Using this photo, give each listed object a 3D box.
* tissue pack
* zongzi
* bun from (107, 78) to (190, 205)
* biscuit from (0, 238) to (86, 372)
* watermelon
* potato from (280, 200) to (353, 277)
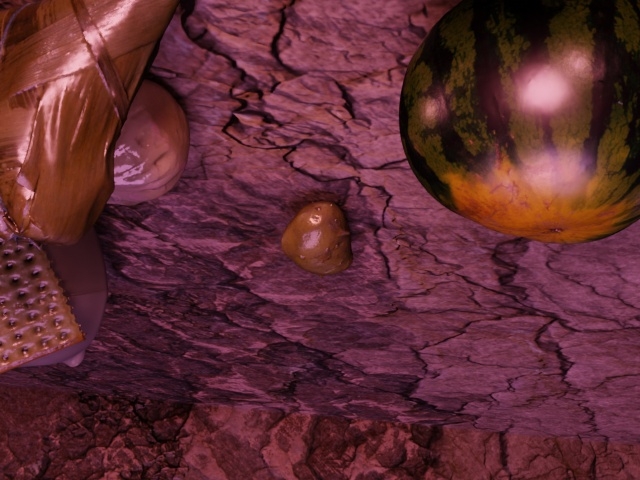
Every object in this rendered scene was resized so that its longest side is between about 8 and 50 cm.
[{"bbox_3d":[-0.504,0.088,1.281,0.333,0.236,0.229,-4,180,15],"label":"tissue pack"},{"bbox_3d":[-0.215,-0.128,0.805,0.274,0.251,0.125,-11,168,26],"label":"zongzi"},{"bbox_3d":[-0.256,-0.110,0.995,0.193,0.128,0.178,-3,157,19],"label":"bun"},{"bbox_3d":[-0.423,0.058,1.129,0.139,0.231,0.016,-21,-164,-10],"label":"biscuit"},{"bbox_3d":[0.206,-0.120,0.769,0.269,0.269,0.269,3,156,1],"label":"watermelon"},{"bbox_3d":[0.000,0.000,1.268,0.105,0.085,0.188,-25,154,8],"label":"potato"}]
